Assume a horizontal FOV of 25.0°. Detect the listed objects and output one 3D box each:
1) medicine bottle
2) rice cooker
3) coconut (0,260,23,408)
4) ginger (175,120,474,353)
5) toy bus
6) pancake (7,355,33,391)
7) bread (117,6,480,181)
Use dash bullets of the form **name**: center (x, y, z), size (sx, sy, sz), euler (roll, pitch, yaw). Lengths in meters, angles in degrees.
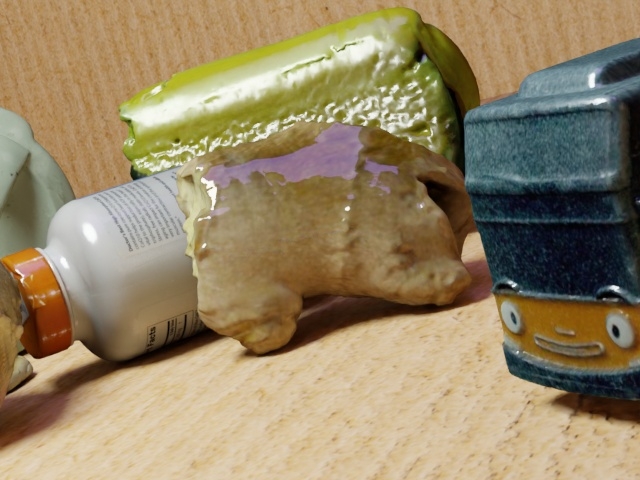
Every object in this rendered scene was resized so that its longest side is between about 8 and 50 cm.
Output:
- **medicine bottle**: center (-0.149, 0.017, 1.347), size (0.288, 0.157, 0.157), euler (-20, 10, -25)
- **rice cooker**: center (-0.415, -0.001, 1.560), size (0.288, 0.288, 0.277), euler (-21, 9, -32)
- **coconut**: center (-0.355, 0.069, 1.177), size (0.230, 0.227, 0.227), euler (-29, 14, -27)
- **ginger**: center (0.000, 0.000, 1.227), size (0.275, 0.130, 0.221), euler (18, 58, 19)
- **toy bus**: center (0.256, -0.038, 0.859), size (0.323, 0.194, 0.162), euler (-20, 11, -26)
- **pancake**: center (-0.350, 0.140, 1.374), size (0.151, 0.025, 0.151), euler (-15, 10, 3)
- **bread**: center (-0.005, -0.096, 1.574), size (0.376, 0.251, 0.208), euler (-15, -8, 18)
